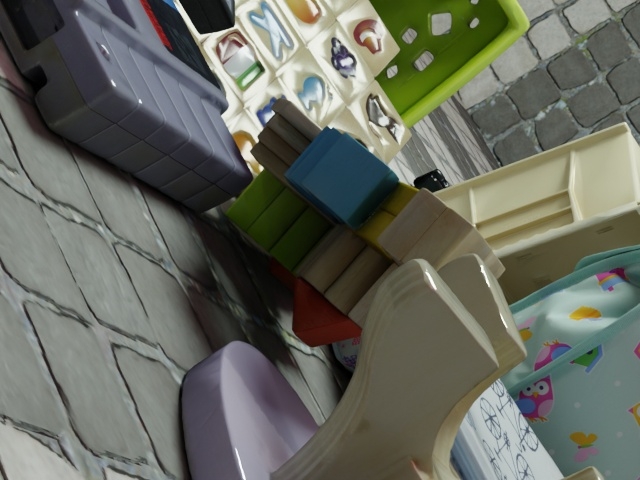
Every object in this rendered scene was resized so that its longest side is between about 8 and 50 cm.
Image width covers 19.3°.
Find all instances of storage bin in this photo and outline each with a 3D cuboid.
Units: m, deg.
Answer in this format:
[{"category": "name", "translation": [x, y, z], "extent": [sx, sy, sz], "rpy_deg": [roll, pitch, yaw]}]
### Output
[{"category": "storage bin", "translation": [0.252, 0.043, 1.903], "extent": [0.262, 0.260, 0.123], "rpy_deg": [49, 31, -39]}]

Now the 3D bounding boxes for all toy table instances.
[{"category": "toy table", "translation": [0.046, 0.125, 0.939], "extent": [0.252, 0.161, 0.274], "rpy_deg": [45, 17, -49]}]

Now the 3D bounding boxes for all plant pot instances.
[{"category": "plant pot", "translation": [0.048, -0.272, 1.984], "extent": [0.228, 0.227, 0.207], "rpy_deg": [44, 10, -51]}]

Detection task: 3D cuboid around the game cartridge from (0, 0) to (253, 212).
[{"category": "game cartridge", "translation": [-0.168, -0.195, 1.175], "extent": [0.355, 0.068, 0.230], "rpy_deg": [61, 15, 20]}]

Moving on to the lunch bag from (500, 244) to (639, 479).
[{"category": "lunch bag", "translation": [0.250, 0.138, 1.568], "extent": [0.223, 0.262, 0.160], "rpy_deg": [53, 11, -19]}]

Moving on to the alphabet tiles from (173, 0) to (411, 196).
[{"category": "alphabet tiles", "translation": [-0.055, -0.182, 1.439], "extent": [0.342, 0.011, 0.285], "rpy_deg": [56, 37, -12]}]

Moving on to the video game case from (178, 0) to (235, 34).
[{"category": "video game case", "translation": [-0.116, -0.323, 1.300], "extent": [0.275, 0.035, 0.248], "rpy_deg": [61, 22, -51]}]

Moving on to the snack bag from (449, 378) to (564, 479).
[{"category": "snack bag", "translation": [0.130, 0.203, 1.283], "extent": [0.323, 0.037, 0.342], "rpy_deg": [58, 17, -24]}]

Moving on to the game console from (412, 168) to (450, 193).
[{"category": "game console", "translation": [0.139, -0.014, 2.207], "extent": [0.122, 0.071, 0.107], "rpy_deg": [58, -20, -4]}]

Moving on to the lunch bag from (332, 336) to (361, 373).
[{"category": "lunch bag", "translation": [0.042, 0.076, 1.366], "extent": [0.071, 0.053, 0.083], "rpy_deg": [46, 26, -48]}]

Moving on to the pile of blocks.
[{"category": "pile of blocks", "translation": [0.000, 0.000, 1.200], "extent": [0.149, 0.112, 0.362], "rpy_deg": [41, -3, -11]}]
